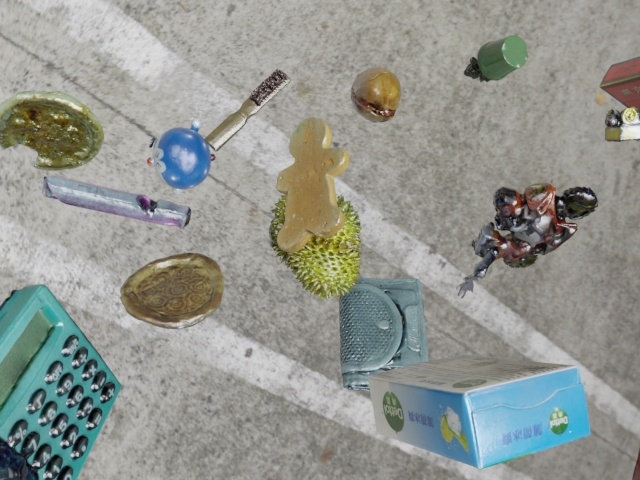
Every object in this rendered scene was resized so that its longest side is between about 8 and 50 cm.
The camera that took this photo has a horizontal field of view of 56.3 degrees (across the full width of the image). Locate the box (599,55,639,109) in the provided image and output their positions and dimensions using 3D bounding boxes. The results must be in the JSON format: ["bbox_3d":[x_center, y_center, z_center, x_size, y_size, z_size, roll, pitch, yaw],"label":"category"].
[{"bbox_3d":[0.784,-0.325,1.364,0.240,0.153,0.074,31,91,-13],"label":"box"}]

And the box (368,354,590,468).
[{"bbox_3d":[0.159,0.172,0.639,0.139,0.194,0.073,-7,86,-23],"label":"box"}]

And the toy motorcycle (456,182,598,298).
[{"bbox_3d":[0.446,-0.007,1.413,0.207,0.401,0.134,19,48,-13],"label":"toy motorcycle"}]

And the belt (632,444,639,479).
[{"bbox_3d":[0.407,0.280,0.530,0.228,0.115,0.323,3,63,-9],"label":"belt"}]

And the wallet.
[{"bbox_3d":[0.170,0.241,1.632,0.237,0.342,0.075,2,143,-2],"label":"wallet"}]

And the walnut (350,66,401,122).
[{"bbox_3d":[0.141,-0.372,1.522,0.137,0.245,0.137,2,112,4],"label":"walnut"}]

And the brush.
[{"bbox_3d":[-0.165,-0.301,1.355,0.043,0.036,0.248,42,78,11],"label":"brush"}]

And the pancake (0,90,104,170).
[{"bbox_3d":[-0.630,-0.251,1.399,0.254,0.037,0.253,-7,146,-5],"label":"pancake"}]

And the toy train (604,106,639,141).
[{"bbox_3d":[0.656,-0.226,1.177,0.203,0.060,0.081,-6,101,-8],"label":"toy train"}]

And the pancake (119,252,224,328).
[{"bbox_3d":[-0.353,0.118,1.455,0.250,0.250,0.031,-19,136,-23],"label":"pancake"}]

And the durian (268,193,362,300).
[{"bbox_3d":[0.003,-0.001,1.468,0.225,0.291,0.291,-29,113,-17],"label":"durian"}]

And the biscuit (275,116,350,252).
[{"bbox_3d":[-0.014,-0.102,1.004,0.030,0.153,0.234,26,53,-48],"label":"biscuit"}]

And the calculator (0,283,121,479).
[{"bbox_3d":[-0.396,0.229,0.846,0.058,0.248,0.274,-7,128,18],"label":"calculator"}]

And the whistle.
[{"bbox_3d":[-0.250,-0.047,0.741,0.177,0.033,0.033,12,95,-17],"label":"whistle"}]

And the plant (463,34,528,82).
[{"bbox_3d":[0.215,-0.226,0.764,0.051,0.102,0.051,1,87,-22],"label":"plant"}]

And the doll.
[{"bbox_3d":[-0.368,-0.229,1.617,0.161,0.257,0.215,7,97,-2],"label":"doll"}]
